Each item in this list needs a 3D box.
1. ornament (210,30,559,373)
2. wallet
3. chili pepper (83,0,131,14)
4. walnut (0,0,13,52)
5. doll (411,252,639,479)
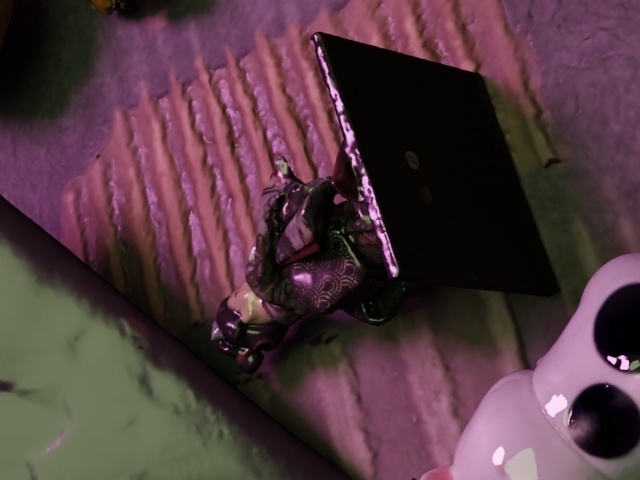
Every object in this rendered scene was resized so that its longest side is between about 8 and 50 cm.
[{"bbox_3d":[0.000,0.000,0.920,0.196,0.166,0.153,-34,63,33],"label":"ornament"},{"bbox_3d":[-0.172,0.114,0.952,0.377,0.051,0.197,38,92,9],"label":"wallet"},{"bbox_3d":[-0.104,-0.331,1.082,0.076,0.085,0.359,16,79,-9],"label":"chili pepper"},{"bbox_3d":[-0.300,-0.194,1.093,0.178,0.178,0.230,-36,66,16],"label":"walnut"},{"bbox_3d":[0.150,0.094,0.827,0.110,0.107,0.181,45,107,7],"label":"doll"}]
